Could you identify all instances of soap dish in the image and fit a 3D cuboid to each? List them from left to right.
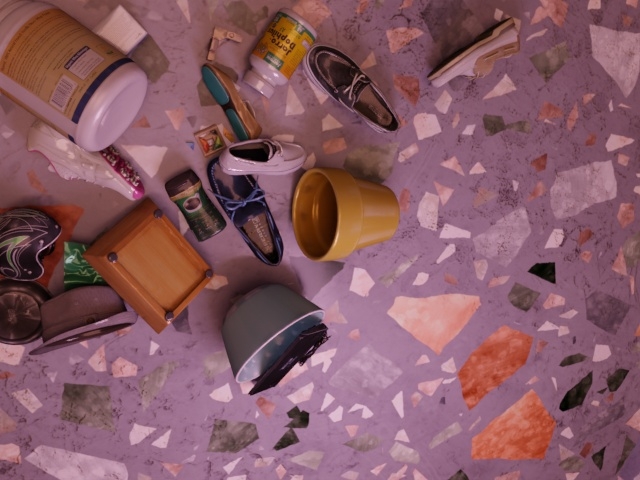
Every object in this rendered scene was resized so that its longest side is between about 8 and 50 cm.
[{"bbox_3d":[-0.431,0.067,1.446,0.229,0.118,0.291,-48,114,-27],"label":"soap dish"}]

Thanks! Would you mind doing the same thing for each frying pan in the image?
[{"bbox_3d":[-0.864,0.176,1.433,0.325,0.053,0.198,16,101,-23],"label":"frying pan"}]

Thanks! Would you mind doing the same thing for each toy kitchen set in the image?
[{"bbox_3d":[-0.243,-0.491,1.397,0.075,0.068,0.083,13,102,-20],"label":"toy kitchen set"}]

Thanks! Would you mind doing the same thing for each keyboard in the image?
[{"bbox_3d":[-0.080,0.349,1.650,0.201,0.033,0.317,-5,142,-51],"label":"keyboard"}]

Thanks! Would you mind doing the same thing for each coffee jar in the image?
[{"bbox_3d":[-0.337,-0.095,1.484,0.096,0.079,0.185,-29,113,-3],"label":"coffee jar"}]

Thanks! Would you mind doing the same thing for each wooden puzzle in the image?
[{"bbox_3d":[-0.294,-0.267,1.480,0.116,0.014,0.079,-33,112,-4],"label":"wooden puzzle"}]

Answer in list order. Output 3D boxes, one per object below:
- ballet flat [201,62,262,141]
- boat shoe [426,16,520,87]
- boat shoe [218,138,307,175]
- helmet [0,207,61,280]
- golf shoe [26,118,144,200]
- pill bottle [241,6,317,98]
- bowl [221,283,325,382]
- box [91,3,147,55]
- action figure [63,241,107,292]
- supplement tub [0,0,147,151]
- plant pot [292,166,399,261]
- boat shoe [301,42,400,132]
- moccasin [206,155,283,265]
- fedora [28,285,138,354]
[{"bbox_3d":[-0.229,-0.366,1.448,0.073,0.080,0.232,-43,119,-31],"label":"ballet flat"},{"bbox_3d":[0.446,-0.512,1.568,0.302,0.113,0.103,-34,107,-5],"label":"boat shoe"},{"bbox_3d":[-0.139,-0.225,1.463,0.258,0.084,0.095,-15,77,-30],"label":"boat shoe"},{"bbox_3d":[-0.729,-0.001,1.354,0.169,0.169,0.162,6,121,-18],"label":"helmet"},{"bbox_3d":[-0.585,-0.193,1.376,0.306,0.115,0.140,43,100,-15],"label":"golf shoe"},{"bbox_3d":[-0.110,-0.475,1.414,0.117,0.117,0.209,33,96,-22],"label":"pill bottle"},{"bbox_3d":[-0.155,0.240,1.551,0.311,0.311,0.163,-41,72,-1],"label":"bowl"},{"bbox_3d":[-0.476,-0.491,1.311,0.102,0.101,0.087,-44,112,0],"label":"box"},{"bbox_3d":[-0.561,0.068,1.477,0.232,0.063,0.137,1,105,-23],"label":"action figure"},{"bbox_3d":[-0.573,-0.372,1.214,0.316,0.228,0.228,35,94,-6],"label":"supplement tub"},{"bbox_3d":[0.081,-0.073,1.536,0.238,0.254,0.254,-2,107,-31],"label":"plant pot"},{"bbox_3d":[0.098,-0.414,1.492,0.335,0.119,0.121,33,95,-22],"label":"boat shoe"},{"bbox_3d":[-0.186,-0.081,1.511,0.137,0.117,0.342,-36,112,-4],"label":"moccasin"},{"bbox_3d":[-0.624,0.194,1.434,0.275,0.244,0.125,-16,81,-18],"label":"fedora"}]
